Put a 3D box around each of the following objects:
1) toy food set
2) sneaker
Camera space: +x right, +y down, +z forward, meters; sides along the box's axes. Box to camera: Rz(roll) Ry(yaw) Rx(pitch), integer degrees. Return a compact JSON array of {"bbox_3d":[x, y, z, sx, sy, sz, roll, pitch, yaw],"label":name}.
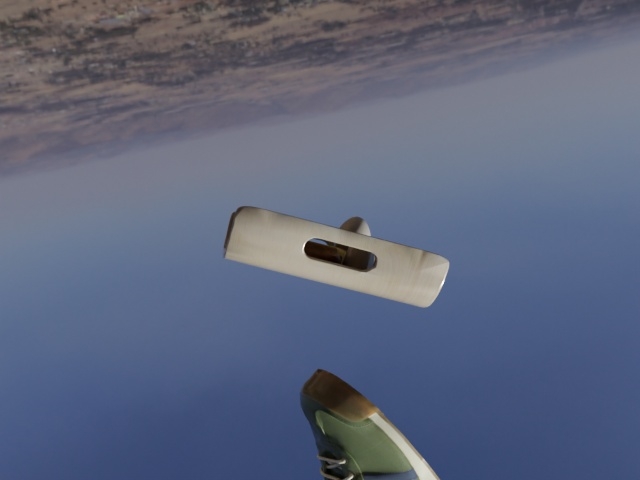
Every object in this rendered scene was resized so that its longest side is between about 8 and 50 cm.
[{"bbox_3d":[0.000,0.000,0.773,0.220,0.092,0.306,14,178,-8],"label":"toy food set"},{"bbox_3d":[0.036,0.187,0.456,0.086,0.192,0.064,-47,-163,-25],"label":"sneaker"}]
